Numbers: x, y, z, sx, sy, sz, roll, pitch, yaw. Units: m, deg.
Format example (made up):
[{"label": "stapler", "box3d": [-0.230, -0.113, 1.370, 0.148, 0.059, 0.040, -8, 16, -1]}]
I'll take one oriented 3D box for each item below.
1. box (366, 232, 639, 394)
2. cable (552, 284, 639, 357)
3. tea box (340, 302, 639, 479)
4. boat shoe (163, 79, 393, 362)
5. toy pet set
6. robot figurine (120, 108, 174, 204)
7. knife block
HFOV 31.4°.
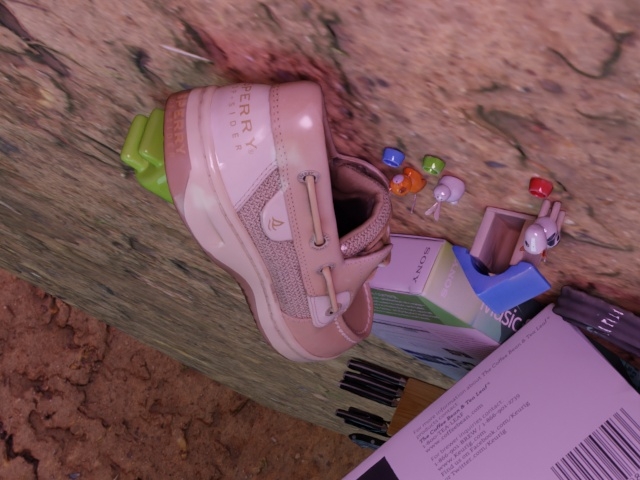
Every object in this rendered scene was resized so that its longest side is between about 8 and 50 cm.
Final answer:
[{"label": "box", "box3d": [0.132, 0.080, 1.083, 0.322, 0.058, 0.232, 30, 166, -36]}, {"label": "cable", "box3d": [0.324, 0.095, 0.873, 0.287, 0.072, 0.139, 31, -171, 22]}, {"label": "tea box", "box3d": [0.192, 0.298, 0.959, 0.323, 0.329, 0.220, 46, -175, -34]}, {"label": "boat shoe", "box3d": [0.000, 0.000, 0.804, 0.110, 0.122, 0.341, -11, 156, 12]}, {"label": "toy pet set", "box3d": [0.103, 0.000, 0.765, 0.122, 0.065, 0.114, 15, 165, 33]}, {"label": "robot figurine", "box3d": [-0.094, -0.056, 0.870, 0.115, 0.067, 0.101, 31, 153, -34]}, {"label": "knife block", "box3d": [0.171, 0.259, 1.751, 0.275, 0.242, 0.088, -26, 158, 5]}]
